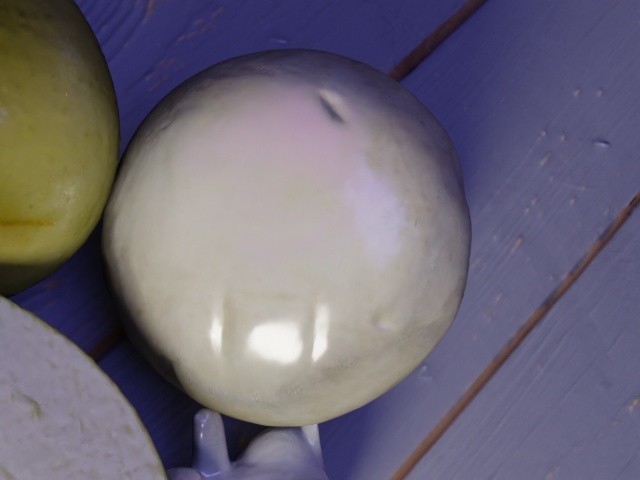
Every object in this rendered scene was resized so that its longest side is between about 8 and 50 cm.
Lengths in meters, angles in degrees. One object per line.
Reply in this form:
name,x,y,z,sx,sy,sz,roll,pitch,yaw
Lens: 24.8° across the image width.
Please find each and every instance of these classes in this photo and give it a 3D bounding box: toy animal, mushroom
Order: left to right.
toy animal,-0.098,0.233,1.222,0.282,0.138,0.140,0,41,-33
mushroom,0.001,0.005,1.226,0.356,0.315,0.315,15,70,-23

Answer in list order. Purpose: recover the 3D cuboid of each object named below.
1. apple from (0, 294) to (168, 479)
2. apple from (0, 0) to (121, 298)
apple,-0.298,0.212,1.037,0.360,0.311,0.320,62,19,7
apple,-0.297,-0.100,1.145,0.258,0.233,0.295,-1,75,-40
